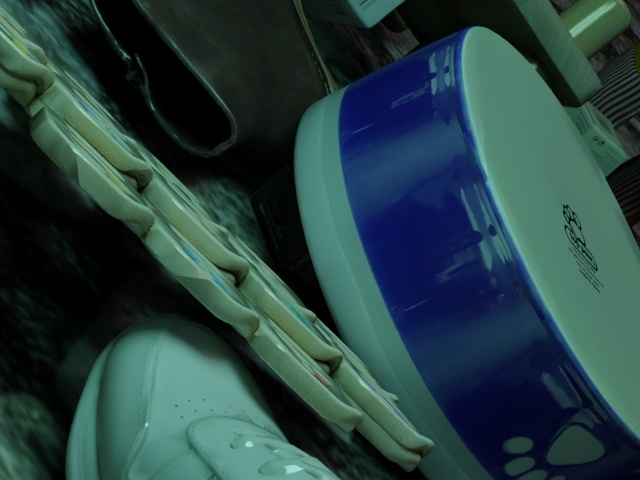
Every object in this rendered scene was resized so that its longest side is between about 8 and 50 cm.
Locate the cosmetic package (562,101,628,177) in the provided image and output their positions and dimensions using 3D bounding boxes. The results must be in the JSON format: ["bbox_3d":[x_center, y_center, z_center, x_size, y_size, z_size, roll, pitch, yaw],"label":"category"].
[{"bbox_3d":[0.170,-0.050,1.433,0.041,0.115,0.060,38,20,-27],"label":"cosmetic package"}]

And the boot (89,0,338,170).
[{"bbox_3d":[-0.078,-0.150,1.095,0.248,0.090,0.207,56,17,10],"label":"boot"}]

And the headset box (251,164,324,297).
[{"bbox_3d":[0.000,0.000,1.071,0.083,0.032,0.062,32,24,-40],"label":"headset box"}]

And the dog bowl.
[{"bbox_3d":[0.099,0.020,1.053,0.265,0.104,0.265,51,24,-33],"label":"dog bowl"}]

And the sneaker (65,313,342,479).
[{"bbox_3d":[0.010,0.127,0.652,0.114,0.152,0.305,28,26,-44],"label":"sneaker"}]

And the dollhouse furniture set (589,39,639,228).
[{"bbox_3d":[0.241,-0.041,1.473,0.152,0.201,0.374,46,25,-11],"label":"dollhouse furniture set"}]

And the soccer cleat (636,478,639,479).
[{"bbox_3d":[0.166,0.146,1.143,0.072,0.060,0.179,26,23,-17],"label":"soccer cleat"}]

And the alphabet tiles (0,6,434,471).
[{"bbox_3d":[-0.063,-0.012,0.839,0.284,0.021,0.278,45,1,-14],"label":"alphabet tiles"}]

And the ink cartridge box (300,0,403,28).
[{"bbox_3d":[-0.061,-0.246,1.263,0.223,0.045,0.224,56,-16,-24],"label":"ink cartridge box"}]

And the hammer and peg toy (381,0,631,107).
[{"bbox_3d":[0.054,-0.217,1.393,0.266,0.127,0.361,54,-9,-18],"label":"hammer and peg toy"}]
